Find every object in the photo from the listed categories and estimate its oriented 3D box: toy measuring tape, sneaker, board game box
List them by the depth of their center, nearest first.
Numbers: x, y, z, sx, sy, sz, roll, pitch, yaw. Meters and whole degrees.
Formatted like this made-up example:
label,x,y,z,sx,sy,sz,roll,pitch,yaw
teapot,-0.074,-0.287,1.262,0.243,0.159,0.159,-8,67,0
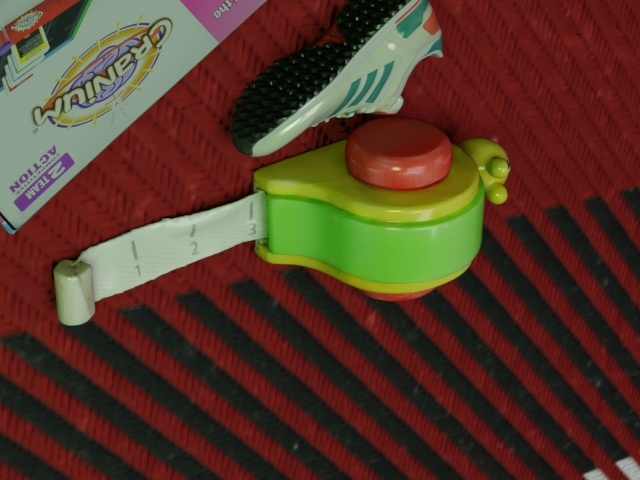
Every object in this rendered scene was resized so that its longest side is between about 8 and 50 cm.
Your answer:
label,x,y,z,sx,sy,sz,roll,pitch,yaw
board game box,-0.130,-0.161,0.754,0.242,0.064,0.316,-44,156,-9
sneaker,0.018,-0.094,1.009,0.161,0.057,0.075,-44,130,-15
toy measuring tape,0.000,0.000,1.011,0.330,0.121,0.121,-21,126,-30
